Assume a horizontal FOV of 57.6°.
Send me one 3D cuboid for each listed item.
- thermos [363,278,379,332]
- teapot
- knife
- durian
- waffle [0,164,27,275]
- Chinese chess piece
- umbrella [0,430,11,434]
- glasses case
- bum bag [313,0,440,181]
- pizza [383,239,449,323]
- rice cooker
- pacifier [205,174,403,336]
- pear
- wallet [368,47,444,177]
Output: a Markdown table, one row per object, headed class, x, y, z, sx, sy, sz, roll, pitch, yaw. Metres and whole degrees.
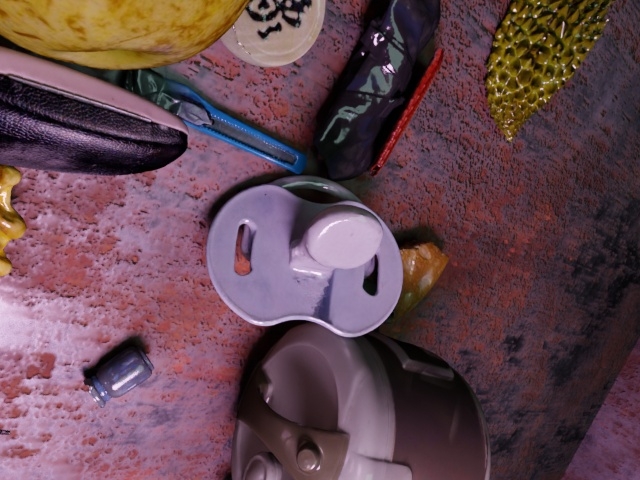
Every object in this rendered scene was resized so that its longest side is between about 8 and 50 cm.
| class | x | y | z | sx | sy | sz | roll | pitch | yaw |
| --- | --- | --- | --- | --- | --- | --- | --- | --- | --- |
| thermos | 0.070 | 0.127 | 1.002 | 0.083 | 0.073 | 0.188 | -26 | 127 | -27 |
| teapot | -0.265 | 0.177 | 0.766 | 0.083 | 0.063 | 0.049 | -33 | 99 | -20 |
| knife | -0.119 | -0.145 | 0.728 | 0.296 | 0.026 | 0.044 | 19 | 88 | -44 |
| durian | 0.398 | -0.365 | 1.024 | 0.356 | 0.157 | 0.169 | -57 | 171 | -1 |
| waffle | -0.415 | -0.033 | 0.508 | 0.283 | 0.065 | 0.310 | -8 | 113 | -40 |
| Chinese chess piece | -0.060 | -0.278 | 0.683 | 0.144 | 0.058 | 0.144 | -19 | 124 | -31 |
| umbrella | -0.425 | 0.215 | 0.663 | 0.022 | 0.022 | 0.148 | -28 | 147 | 32 |
| glasses case | -0.250 | -0.109 | 0.526 | 0.314 | 0.122 | 0.075 | 5 | 76 | -61 |
| bum bag | 0.081 | -0.223 | 0.826 | 0.137 | 0.074 | 0.310 | 17 | 102 | -55 |
| pizza | 0.150 | 0.059 | 1.040 | 0.182 | 0.062 | 0.161 | -51 | 140 | -16 |
| rice cooker | 0.044 | 0.290 | 0.859 | 0.325 | 0.335 | 0.335 | 23 | 96 | -32 |
| pacifier | 0.000 | 0.000 | 0.750 | 0.278 | 0.207 | 0.228 | 10 | 72 | -17 |
| pear | -0.171 | -0.273 | 0.450 | 0.283 | 0.283 | 0.284 | -20 | 124 | -32 |
| wallet | 0.129 | -0.188 | 0.878 | 0.196 | 0.020 | 0.103 | -60 | 175 | -2 |
